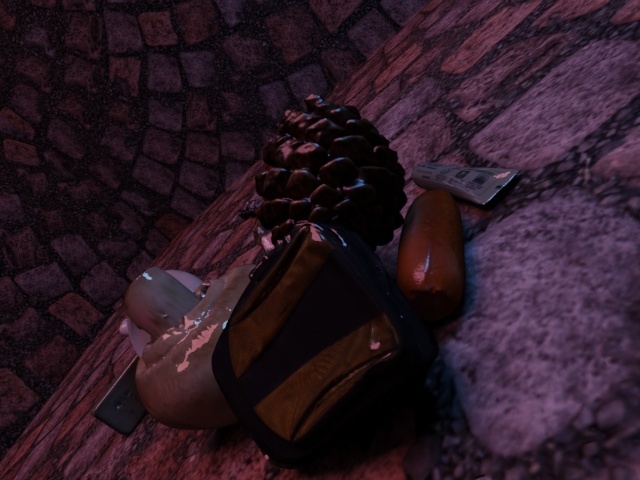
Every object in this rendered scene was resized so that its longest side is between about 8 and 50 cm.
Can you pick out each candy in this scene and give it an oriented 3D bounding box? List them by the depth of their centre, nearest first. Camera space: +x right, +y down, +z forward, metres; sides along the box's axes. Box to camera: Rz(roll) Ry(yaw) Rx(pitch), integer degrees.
[{"bbox_3d":[-0.236,-0.121,1.665,0.094,0.051,0.226,-48,17,-16],"label":"candy"}]

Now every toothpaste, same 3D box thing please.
[{"bbox_3d":[0.185,-0.085,0.664,0.064,0.041,0.218,-42,21,-5],"label":"toothpaste"}]

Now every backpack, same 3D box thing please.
[{"bbox_3d":[-0.013,0.112,0.465,0.133,0.206,0.258,4,-46,-51],"label":"backpack"}]

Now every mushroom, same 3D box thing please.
[{"bbox_3d":[-0.167,0.126,0.672,0.254,0.234,0.260,-51,18,-26],"label":"mushroom"}]

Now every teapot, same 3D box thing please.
[{"bbox_3d":[-0.286,0.158,0.923,0.299,0.209,0.165,-2,19,40],"label":"teapot"}]

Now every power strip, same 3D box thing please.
[{"bbox_3d":[-0.367,0.273,1.035,0.053,0.093,0.288,-22,30,56],"label":"power strip"}]

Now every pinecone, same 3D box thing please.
[{"bbox_3d":[0.006,-0.069,0.576,0.184,0.179,0.205,-27,55,5],"label":"pinecone"}]

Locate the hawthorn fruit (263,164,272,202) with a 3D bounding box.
[{"bbox_3d":[-0.009,-0.102,0.892,0.205,0.205,0.253,-41,10,14],"label":"hawthorn fruit"}]

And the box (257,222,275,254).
[{"bbox_3d":[0.000,0.000,0.723,0.135,0.151,0.151,-35,19,8],"label":"box"}]

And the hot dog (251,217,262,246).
[{"bbox_3d":[-0.077,-0.062,1.114,0.146,0.103,0.213,-59,-4,39],"label":"hot dog"}]

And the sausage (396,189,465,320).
[{"bbox_3d":[0.125,0.007,0.536,0.076,0.076,0.198,-34,20,33],"label":"sausage"}]
